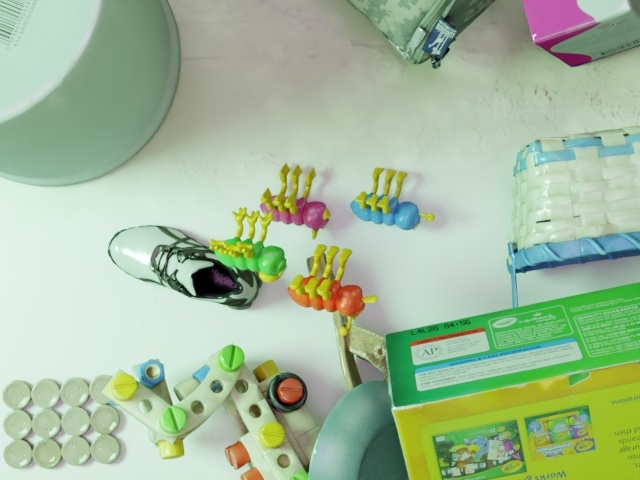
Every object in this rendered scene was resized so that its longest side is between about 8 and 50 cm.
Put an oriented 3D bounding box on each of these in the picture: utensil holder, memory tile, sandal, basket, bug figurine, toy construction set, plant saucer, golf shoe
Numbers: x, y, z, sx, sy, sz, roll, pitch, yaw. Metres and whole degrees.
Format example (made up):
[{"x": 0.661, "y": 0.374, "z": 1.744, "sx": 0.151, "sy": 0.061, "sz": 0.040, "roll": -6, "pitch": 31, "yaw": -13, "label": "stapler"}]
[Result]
[{"x": -0.347, "y": -0.242, "z": 1.306, "sx": 0.327, "sy": 0.385, "sz": 0.328, "roll": 0, "pitch": 86, "yaw": 3, "label": "utensil holder"}, {"x": -0.323, "y": 0.227, "z": 1.464, "sx": 0.148, "sy": 0.012, "sz": 0.113, "roll": -3, "pitch": 87, "yaw": 1, "label": "memory tile"}, {"x": 0.058, "y": 0.120, "z": 1.419, "sx": 0.079, "sy": 0.088, "sz": 0.240, "roll": -20, "pitch": 81, "yaw": 7, "label": "sandal"}, {"x": 0.342, "y": 0.018, "z": 1.357, "sx": 0.254, "sy": 0.201, "sz": 0.289, "roll": -4, "pitch": 81, "yaw": 0, "label": "basket"}, {"x": 0.000, "y": 0.000, "z": 1.385, "sx": 0.216, "sy": 0.279, "sz": 0.072, "roll": 15, "pitch": 126, "yaw": 19, "label": "bug figurine"}, {"x": -0.097, "y": 0.263, "z": 1.385, "sx": 0.215, "sy": 0.151, "sz": 0.328, "roll": -26, "pitch": 94, "yaw": -24, "label": "toy construction set"}, {"x": 0.064, "y": 0.262, "z": 1.368, "sx": 0.037, "sy": 0.195, "sz": 0.195, "roll": 9, "pitch": 86, "yaw": 41, "label": "plant saucer"}, {"x": -0.169, "y": 0.027, "z": 1.431, "sx": 0.198, "sy": 0.094, "sz": 0.077, "roll": 16, "pitch": 89, "yaw": 4, "label": "golf shoe"}]

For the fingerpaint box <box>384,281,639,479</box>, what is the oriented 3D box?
[{"x": 0.324, "y": 0.247, "z": 1.283, "sx": 0.444, "sy": 0.163, "sz": 0.371, "roll": -13, "pitch": 115, "yaw": 5, "label": "fingerpaint box"}]

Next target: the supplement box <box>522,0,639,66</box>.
[{"x": 0.306, "y": -0.280, "z": 1.356, "sx": 0.111, "sy": 0.220, "sz": 0.114, "roll": -16, "pitch": 86, "yaw": 21, "label": "supplement box"}]

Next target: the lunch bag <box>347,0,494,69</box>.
[{"x": 0.103, "y": -0.386, "z": 1.387, "sx": 0.305, "sy": 0.212, "sz": 0.256, "roll": 44, "pitch": 107, "yaw": 10, "label": "lunch bag"}]
